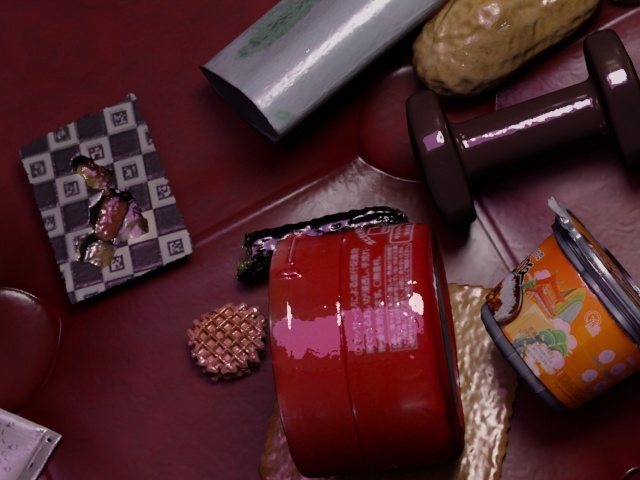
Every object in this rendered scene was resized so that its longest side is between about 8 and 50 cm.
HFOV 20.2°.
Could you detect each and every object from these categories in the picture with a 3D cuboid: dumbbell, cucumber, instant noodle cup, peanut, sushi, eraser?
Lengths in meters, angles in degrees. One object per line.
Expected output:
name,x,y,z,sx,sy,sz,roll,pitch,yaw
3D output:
dumbbell,0.200,-0.106,1.714,0.225,0.140,0.124,-17,21,5
cucumber,0.000,0.000,1.768,0.181,0.053,0.053,-13,64,6
instant noodle cup,0.226,0.073,1.623,0.125,0.177,0.208,-39,98,11
peanut,0.192,-0.222,1.787,0.226,0.108,0.095,-32,71,-4
sushi,-0.219,-0.041,1.850,0.139,0.031,0.201,-23,66,2
eraser,0.002,-0.209,1.815,0.227,0.081,0.174,-41,30,-5

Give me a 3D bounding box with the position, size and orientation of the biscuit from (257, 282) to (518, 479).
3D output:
biscuit,0.071,0.142,1.704,0.232,0.013,0.237,8,69,17

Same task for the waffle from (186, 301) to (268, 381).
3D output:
waffle,-0.089,0.098,1.756,0.083,0.029,0.075,-12,65,6

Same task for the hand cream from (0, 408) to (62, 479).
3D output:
hand cream,-0.429,0.180,1.792,0.336,0.076,0.121,23,76,15

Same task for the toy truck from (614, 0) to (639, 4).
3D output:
toy truck,0.327,-0.300,1.818,0.063,0.052,0.123,1,68,21

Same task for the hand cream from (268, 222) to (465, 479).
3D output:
hand cream,0.045,0.097,1.600,0.149,0.230,0.230,-10,64,9
